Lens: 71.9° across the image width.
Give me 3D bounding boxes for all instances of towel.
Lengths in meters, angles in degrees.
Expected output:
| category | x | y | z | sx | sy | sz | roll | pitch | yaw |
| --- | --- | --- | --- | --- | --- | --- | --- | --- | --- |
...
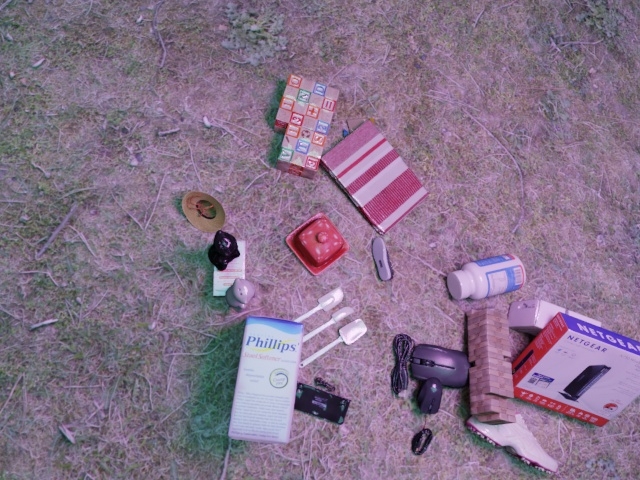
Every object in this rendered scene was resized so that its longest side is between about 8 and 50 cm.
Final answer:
| category | x | y | z | sx | sy | sz | roll | pitch | yaw |
| --- | --- | --- | --- | --- | --- | --- | --- | --- | --- |
| towel | 0.182 | -0.211 | 1.469 | 0.237 | 0.037 | 0.329 | -40 | 93 | -17 |

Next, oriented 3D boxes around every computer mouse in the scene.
| category | x | y | z | sx | sy | sz | roll | pitch | yaw |
| --- | --- | --- | --- | --- | --- | --- | --- | --- | --- |
| computer mouse | 0.316 | 0.525 | 1.312 | 0.071 | 0.041 | 0.242 | 8 | 94 | -5 |
| computer mouse | 0.360 | 0.394 | 1.362 | 0.272 | 0.072 | 0.188 | 8 | 76 | -8 |

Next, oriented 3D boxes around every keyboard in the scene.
| category | x | y | z | sx | sy | sz | roll | pitch | yaw |
| --- | --- | --- | --- | --- | --- | --- | --- | --- | --- |
| keyboard | 0.001 | 0.466 | 1.311 | 0.180 | 0.023 | 0.108 | 21 | 82 | -6 |

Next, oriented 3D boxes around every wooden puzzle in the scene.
| category | x | y | z | sx | sy | sz | roll | pitch | yaw |
| --- | --- | --- | --- | --- | --- | --- | --- | --- | --- |
| wooden puzzle | 0.131 | -0.385 | 1.515 | 0.116 | 0.014 | 0.078 | -5 | 75 | -11 |

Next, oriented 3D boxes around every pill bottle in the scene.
| category | x | y | z | sx | sy | sz | roll | pitch | yaw |
| --- | --- | --- | --- | --- | --- | --- | --- | --- | --- |
| pill bottle | 0.529 | 0.122 | 1.422 | 0.221 | 0.124 | 0.124 | -11 | 81 | -12 |

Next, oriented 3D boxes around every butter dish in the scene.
| category | x | y | z | sx | sy | sz | roll | pitch | yaw |
| --- | --- | --- | --- | --- | --- | --- | --- | --- | --- |
| butter dish | 0.000 | 0.000 | 1.357 | 0.160 | 0.118 | 0.160 | -38 | 87 | -16 |

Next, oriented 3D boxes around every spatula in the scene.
| category | x | y | z | sx | sy | sz | roll | pitch | yaw |
| --- | --- | --- | --- | --- | --- | --- | --- | --- | --- |
| spatula | 0.005 | 0.272 | 1.353 | 0.242 | 0.019 | 0.168 | -31 | 86 | -15 |

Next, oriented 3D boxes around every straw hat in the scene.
| category | x | y | z | sx | sy | sz | roll | pitch | yaw |
| --- | --- | --- | --- | --- | --- | --- | --- | --- | --- |
| straw hat | -0.342 | -0.100 | 1.344 | 0.144 | 0.144 | 0.061 | 28 | 33 | -3 |

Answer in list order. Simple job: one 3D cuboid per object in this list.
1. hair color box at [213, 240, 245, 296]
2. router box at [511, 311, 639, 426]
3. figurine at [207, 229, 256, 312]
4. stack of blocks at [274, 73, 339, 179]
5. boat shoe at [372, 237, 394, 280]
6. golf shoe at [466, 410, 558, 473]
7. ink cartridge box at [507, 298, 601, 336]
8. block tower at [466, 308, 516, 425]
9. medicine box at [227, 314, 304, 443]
| category | x | y | z | sx | sy | sz | roll | pitch | yaw |
| --- | --- | --- | --- | --- | --- | --- | --- | --- | --- |
| hair color box | -0.273 | 0.086 | 1.325 | 0.093 | 0.053 | 0.167 | 2 | 77 | -11 |
| router box | 0.786 | 0.397 | 1.336 | 0.335 | 0.301 | 0.082 | 20 | 32 | -5 |
| figurine | -0.236 | 0.084 | 1.196 | 0.092 | 0.209 | 0.215 | -22 | 84 | -15 |
| stack of blocks | -0.062 | -0.368 | 1.438 | 0.171 | 0.087 | 0.297 | 16 | 76 | -6 |
| boat shoe | 0.203 | 0.060 | 1.422 | 0.040 | 0.049 | 0.142 | 1 | 74 | -44 |
| golf shoe | 0.602 | 0.591 | 1.346 | 0.306 | 0.115 | 0.140 | 32 | 72 | -3 |
| ink cartridge box | 0.738 | 0.267 | 1.410 | 0.218 | 0.158 | 0.092 | 22 | 75 | -4 |
| block tower | 0.511 | 0.368 | 1.332 | 0.091 | 0.097 | 0.335 | 19 | 58 | -19 |
| medicine box | -0.143 | 0.352 | 1.179 | 0.149 | 0.263 | 0.289 | 8 | 79 | -6 |
